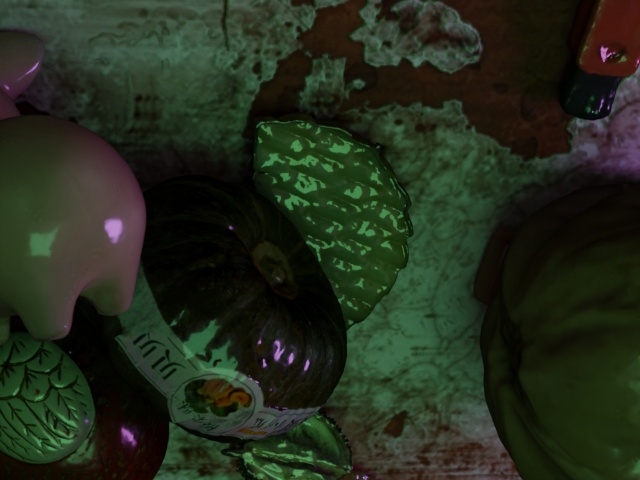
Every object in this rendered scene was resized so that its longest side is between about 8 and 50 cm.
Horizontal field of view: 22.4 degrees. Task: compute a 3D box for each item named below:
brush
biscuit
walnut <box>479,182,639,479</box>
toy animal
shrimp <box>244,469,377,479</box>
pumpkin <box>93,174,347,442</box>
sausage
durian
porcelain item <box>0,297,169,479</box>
[{"bbox_3d":[0.294,-0.259,1.522,0.070,0.051,0.323,6,117,-12],"label":"brush"},{"bbox_3d":[0.000,0.000,1.615,0.187,0.036,0.274,7,118,-14],"label":"biscuit"},{"bbox_3d":[0.342,0.116,1.600,0.383,0.383,0.384,-5,120,-9],"label":"walnut"},{"bbox_3d":[-0.293,-0.041,1.380,0.237,0.326,0.269,-19,99,-47],"label":"toy animal"},{"bbox_3d":[-0.006,0.285,1.778,0.184,0.043,0.091,14,108,-26],"label":"shrimp"},{"bbox_3d":[-0.104,0.069,1.482,0.189,0.260,0.260,-32,122,24],"label":"pumpkin"},{"bbox_3d":[0.182,0.029,1.673,0.034,0.034,0.083,9,118,-16],"label":"sausage"},{"bbox_3d":[-0.039,0.229,1.713,0.140,0.071,0.110,6,79,-10],"label":"durian"},{"bbox_3d":[-0.278,0.171,1.531,0.253,0.253,0.253,-5,120,-9],"label":"porcelain item"}]
